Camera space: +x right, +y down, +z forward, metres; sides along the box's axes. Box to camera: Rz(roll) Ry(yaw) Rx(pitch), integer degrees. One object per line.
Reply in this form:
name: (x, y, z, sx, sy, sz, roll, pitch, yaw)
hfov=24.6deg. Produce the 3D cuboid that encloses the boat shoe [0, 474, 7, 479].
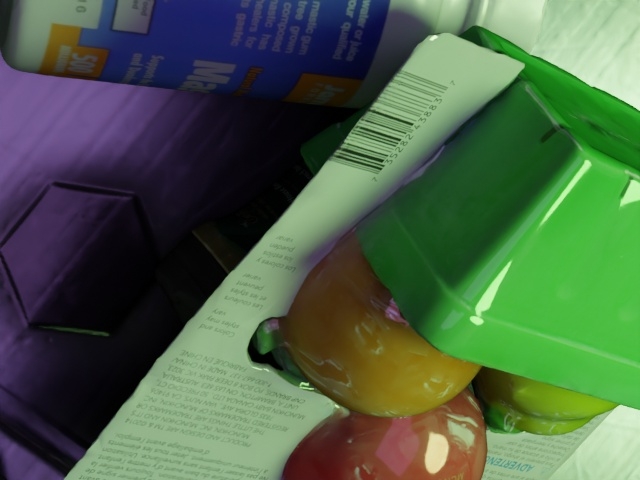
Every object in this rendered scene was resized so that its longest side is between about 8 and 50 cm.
boat shoe: (-0.240, 0.163, 0.833, 0.133, 0.049, 0.042, -10, 70, -5)

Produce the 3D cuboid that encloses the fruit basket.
fruit basket: (0.053, 0.063, 0.789, 0.327, 0.165, 0.353, 18, 126, -41)

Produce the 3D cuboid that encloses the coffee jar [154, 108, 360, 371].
coffee jar: (0.000, 0.000, 0.845, 0.184, 0.079, 0.096, -37, 118, -6)

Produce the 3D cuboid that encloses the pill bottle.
pill bottle: (-0.024, -0.149, 0.771, 0.272, 0.152, 0.152, 5, 99, -16)
